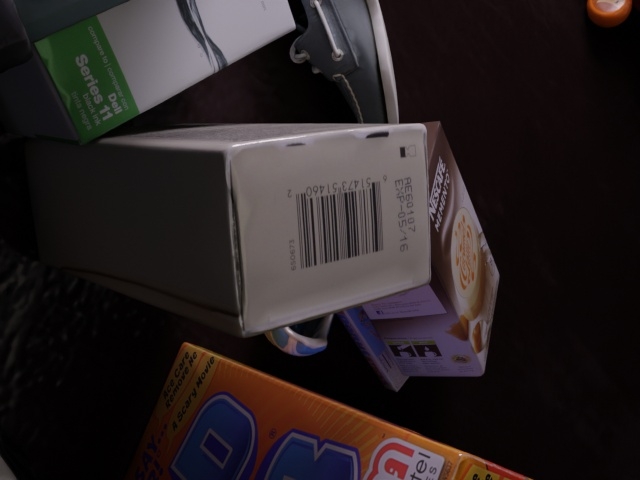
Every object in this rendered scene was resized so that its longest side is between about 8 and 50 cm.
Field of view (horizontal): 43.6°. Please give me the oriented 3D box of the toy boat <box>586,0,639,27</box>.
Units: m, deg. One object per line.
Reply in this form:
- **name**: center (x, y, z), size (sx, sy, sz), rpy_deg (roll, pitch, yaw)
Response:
- **toy boat**: center (0.431, -0.354, 1.095), size (0.151, 0.151, 0.231), rpy_deg (-40, 124, 5)

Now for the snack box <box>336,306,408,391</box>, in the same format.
- **snack box**: center (0.062, 0.091, 0.910), size (0.064, 0.022, 0.178), rpy_deg (-47, 122, -24)

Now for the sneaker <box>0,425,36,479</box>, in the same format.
- **sneaker**: center (-0.276, 0.197, 0.613), size (0.108, 0.100, 0.271), rpy_deg (-26, 109, -19)

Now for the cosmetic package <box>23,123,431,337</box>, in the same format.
- **cosmetic package**: center (-0.084, -0.027, 0.589), size (0.160, 0.309, 0.113), rpy_deg (-12, 103, -37)

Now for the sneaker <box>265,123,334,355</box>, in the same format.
- **sneaker**: center (0.000, 0.000, 0.807), size (0.085, 0.086, 0.237), rpy_deg (11, 88, -38)

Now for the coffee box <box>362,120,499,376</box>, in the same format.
- **coffee box**: center (0.103, 0.018, 0.830), size (0.246, 0.098, 0.141), rpy_deg (58, 38, -42)

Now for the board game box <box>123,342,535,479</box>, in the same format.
- **board game box**: center (0.033, 0.343, 0.705), size (0.356, 0.356, 0.356), rpy_deg (30, 77, -38)

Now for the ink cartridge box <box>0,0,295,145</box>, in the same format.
- **ink cartridge box**: center (-0.146, -0.161, 0.620), size (0.208, 0.153, 0.087), rpy_deg (-36, 120, -29)

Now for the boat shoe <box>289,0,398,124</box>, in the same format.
- **boat shoe**: center (0.013, -0.220, 0.801), size (0.099, 0.116, 0.319), rpy_deg (-12, 118, 7)

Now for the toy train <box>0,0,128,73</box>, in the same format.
- **toy train**: center (-0.172, -0.198, 0.478), size (0.334, 0.190, 0.142), rpy_deg (-30, 142, -21)
